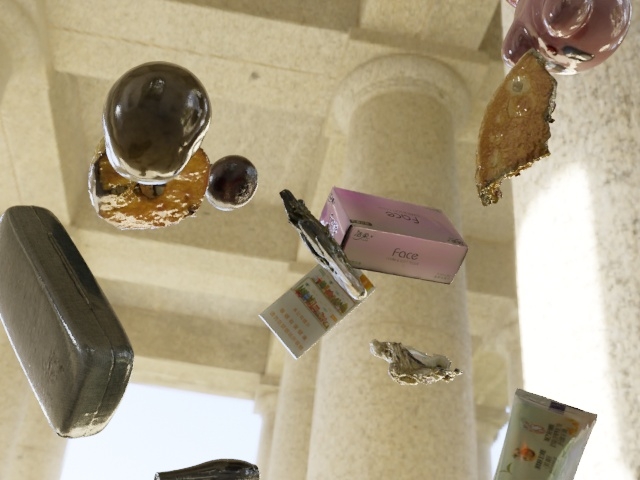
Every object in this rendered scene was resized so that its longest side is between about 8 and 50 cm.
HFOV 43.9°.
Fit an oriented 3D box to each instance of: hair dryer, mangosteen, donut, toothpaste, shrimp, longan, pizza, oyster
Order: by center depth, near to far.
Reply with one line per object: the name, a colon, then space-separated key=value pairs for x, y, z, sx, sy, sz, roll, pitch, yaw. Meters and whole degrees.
toothpaste: x=0.162 y=0.210 z=0.635 sx=0.056 sy=0.314 sz=0.058 roll=-35 pitch=-87 yaw=33
longan: x=-0.248 y=-0.176 z=1.194 sx=0.167 sy=0.187 sz=0.167 roll=10 pitch=1 yaw=0
shrimp: x=0.000 y=0.000 z=1.214 sx=0.051 sy=0.217 sz=0.150 roll=-38 pitch=-12 yaw=1
pizza: x=0.310 y=-0.181 z=1.249 sx=0.134 sy=0.271 sz=0.056 roll=-4 pitch=-25 yaw=43
hair dryer: x=-0.189 y=0.498 z=1.408 sx=0.195 sy=0.219 sz=0.075 roll=4 pitch=-32 yaw=-30
donut: x=-0.335 y=-0.127 z=1.556 sx=0.253 sy=0.118 sz=0.253 roll=-12 pitch=-37 yaw=-9
oyster: x=0.188 y=0.256 z=1.648 sx=0.191 sy=0.081 sz=0.163 roll=30 pitch=13 yaw=34
mangosteen: x=-0.209 y=-0.135 z=1.780 sx=0.140 sy=0.140 sz=0.140 roll=4 pitch=-35 yaw=3

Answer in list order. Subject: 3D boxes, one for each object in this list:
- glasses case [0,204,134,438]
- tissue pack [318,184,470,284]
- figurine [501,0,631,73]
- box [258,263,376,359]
glasses case: x=-0.325 y=0.087 z=0.966 sx=0.074 sy=0.323 sz=0.131 roll=3 pitch=-58 yaw=-42
tissue pack: x=0.131 y=-0.011 z=1.482 sx=0.246 sy=0.148 sz=0.092 roll=10 pitch=-61 yaw=-23
figurine: x=0.489 y=-0.445 z=1.534 sx=0.211 sy=0.261 sz=0.269 roll=19 pitch=-26 yaw=-17
box: x=-0.005 y=0.127 z=1.628 sx=0.122 sy=0.220 sz=0.032 roll=50 pitch=-13 yaw=-2
